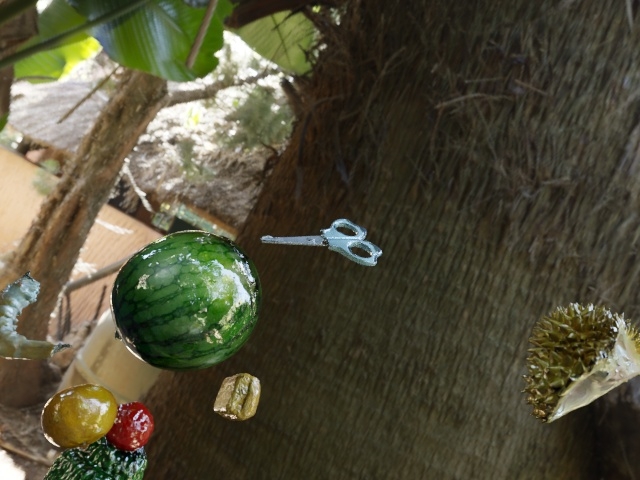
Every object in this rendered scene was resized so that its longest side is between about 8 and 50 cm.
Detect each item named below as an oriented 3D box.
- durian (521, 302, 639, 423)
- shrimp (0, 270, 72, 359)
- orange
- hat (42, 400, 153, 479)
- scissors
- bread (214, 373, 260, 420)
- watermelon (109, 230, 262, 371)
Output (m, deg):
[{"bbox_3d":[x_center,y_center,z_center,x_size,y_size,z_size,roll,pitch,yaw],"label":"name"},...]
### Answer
[{"bbox_3d":[0.371,0.169,0.786,0.249,0.183,0.138,10,46,-52],"label":"durian"},{"bbox_3d":[-0.810,0.223,1.424,0.287,0.185,0.068,45,-25,31],"label":"shrimp"},{"bbox_3d":[-0.527,0.388,1.169,0.156,0.156,0.124,36,21,-53],"label":"orange"},{"bbox_3d":[-0.550,0.588,1.406,0.274,0.332,0.242,20,-16,27],"label":"hat"},{"bbox_3d":[0.001,-0.001,1.449,0.360,0.029,0.191,3,40,-33],"label":"scissors"},{"bbox_3d":[-0.219,0.413,1.400,0.083,0.114,0.211,21,-22,-16],"label":"bread"},{"bbox_3d":[-0.320,0.148,1.285,0.363,0.363,0.363,30,-4,3],"label":"watermelon"}]
